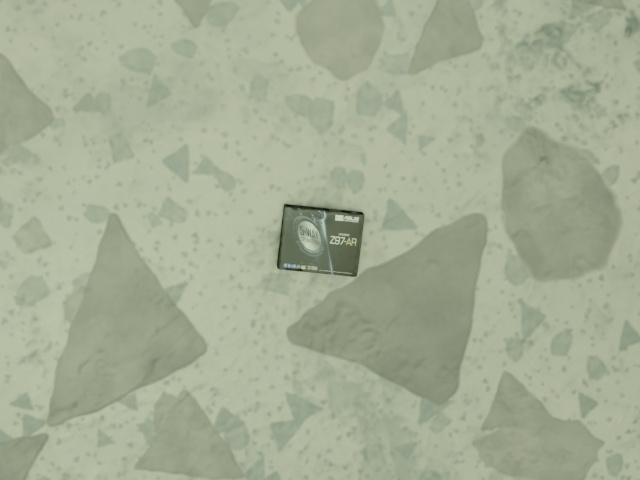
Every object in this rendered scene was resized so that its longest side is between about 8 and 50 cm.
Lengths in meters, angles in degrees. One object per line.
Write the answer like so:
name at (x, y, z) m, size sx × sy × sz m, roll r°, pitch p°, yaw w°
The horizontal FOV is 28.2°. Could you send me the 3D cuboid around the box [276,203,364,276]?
box at (0.000, 0.000, 1.309) m, size 0.083 × 0.018 × 0.067 m, roll 7°, pitch 100°, yaw -6°
